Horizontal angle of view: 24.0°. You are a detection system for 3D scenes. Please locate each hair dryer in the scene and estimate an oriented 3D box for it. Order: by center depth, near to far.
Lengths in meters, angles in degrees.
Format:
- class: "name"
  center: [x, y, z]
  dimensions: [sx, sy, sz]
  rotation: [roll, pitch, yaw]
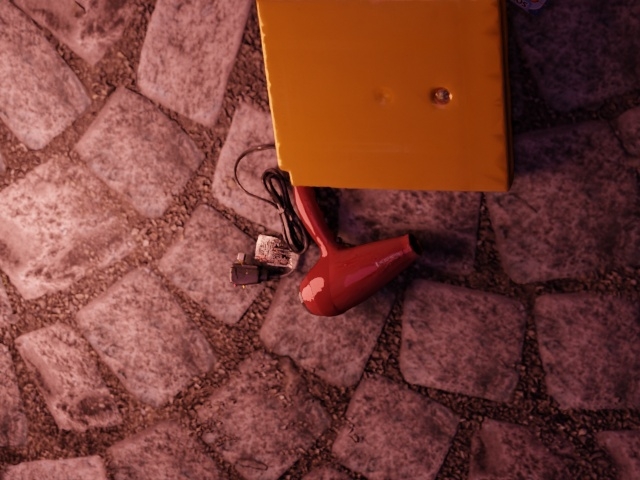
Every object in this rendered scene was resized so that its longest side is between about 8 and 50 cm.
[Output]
- class: "hair dryer"
  center: [0.000, 0.000, 2.119]
  dimensions: [0.294, 0.080, 0.223]
  rotation: [13, 114, 15]

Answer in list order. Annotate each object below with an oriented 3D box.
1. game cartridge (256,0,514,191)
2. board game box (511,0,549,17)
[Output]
- class: "game cartridge"
  center: [0.089, -0.201, 1.991]
  dimensions: [0.324, 0.052, 0.285]
  rotation: [3, 120, 17]
- class: "board game box"
  center: [0.218, -0.377, 1.868]
  dimensions: [0.201, 0.035, 0.136]
  rotation: [33, 151, 1]
